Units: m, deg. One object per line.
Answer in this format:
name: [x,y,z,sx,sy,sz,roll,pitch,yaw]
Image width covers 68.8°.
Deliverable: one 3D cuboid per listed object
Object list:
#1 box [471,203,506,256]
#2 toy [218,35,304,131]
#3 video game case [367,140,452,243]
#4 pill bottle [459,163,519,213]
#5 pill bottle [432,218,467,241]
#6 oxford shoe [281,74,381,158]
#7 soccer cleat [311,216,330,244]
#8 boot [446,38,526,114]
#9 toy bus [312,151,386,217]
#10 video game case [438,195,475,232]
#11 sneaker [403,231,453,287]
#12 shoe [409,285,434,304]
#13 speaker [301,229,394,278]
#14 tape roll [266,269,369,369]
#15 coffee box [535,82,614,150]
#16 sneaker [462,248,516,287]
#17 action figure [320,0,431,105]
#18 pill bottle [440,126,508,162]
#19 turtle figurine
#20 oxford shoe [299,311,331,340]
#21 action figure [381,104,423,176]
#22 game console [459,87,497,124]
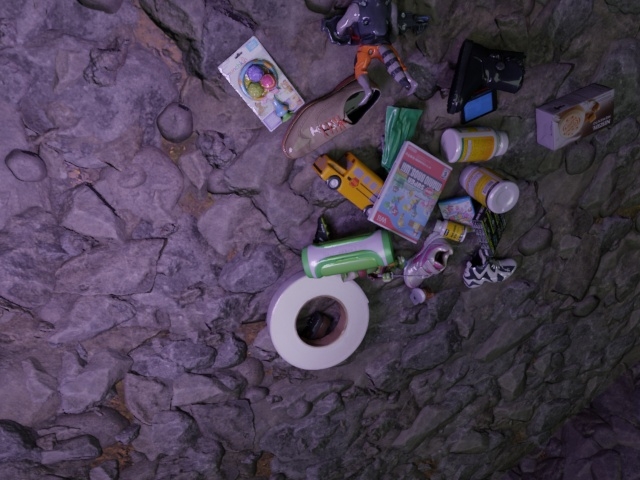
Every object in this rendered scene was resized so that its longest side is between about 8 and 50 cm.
box: [0.646,-0.067,1.779,0.184,0.045,0.191,-53,130,-28]
toy: [-0.161,-0.439,1.337,0.136,0.056,0.237,-40,124,4]
video game case: [0.300,-0.157,1.551,0.204,0.025,0.285,25,92,-24]
pill bottle: [0.588,-0.189,1.648,0.119,0.208,0.119,-8,121,-14]
pill bottle: [0.488,-0.040,1.766,0.116,0.065,0.065,19,115,6]
oxford shoe: [0.028,-0.365,1.400,0.348,0.130,0.123,-42,123,7]
soccer cleat: [0.000,0.000,1.648,0.072,0.060,0.179,-10,123,-1]
boot: [0.515,-0.487,1.440,0.207,0.094,0.247,15,82,1]
toy bus: [0.132,-0.180,1.556,0.332,0.108,0.130,34,103,-31]
video game case: [0.523,-0.091,1.759,0.119,0.015,0.166,-7,130,31]
sneaker: [0.417,0.089,1.809,0.102,0.111,0.252,21,111,-28]
shoe: [0.413,0.210,1.867,0.081,0.064,0.178,-28,165,-7]
speaker: [0.092,0.048,1.570,0.296,0.131,0.131,-11,124,12]
tape roll: [-0.004,0.291,1.744,0.391,0.072,0.393,-4,103,-16]
coffee box: [0.911,-0.444,1.677,0.246,0.098,0.141,-23,124,-5]
sneaker: [0.698,0.093,1.917,0.234,0.094,0.153,-14,132,1]
action figure: [0.194,-0.569,1.294,0.341,0.178,0.331,-18,97,-14]
pill bottle: [0.529,-0.330,1.602,0.208,0.118,0.118,-7,121,-16]
turtle figurine: [0.202,0.051,1.668,0.266,0.274,0.198,-6,86,-11]
oxford shoe: [-0.031,0.394,1.850,0.096,0.083,0.227,25,109,-31]
action figure: [0.247,-0.322,1.541,0.137,0.063,0.233,1,115,-22]
game console: [0.542,-0.458,1.554,0.143,0.124,0.085,-25,97,-4]
